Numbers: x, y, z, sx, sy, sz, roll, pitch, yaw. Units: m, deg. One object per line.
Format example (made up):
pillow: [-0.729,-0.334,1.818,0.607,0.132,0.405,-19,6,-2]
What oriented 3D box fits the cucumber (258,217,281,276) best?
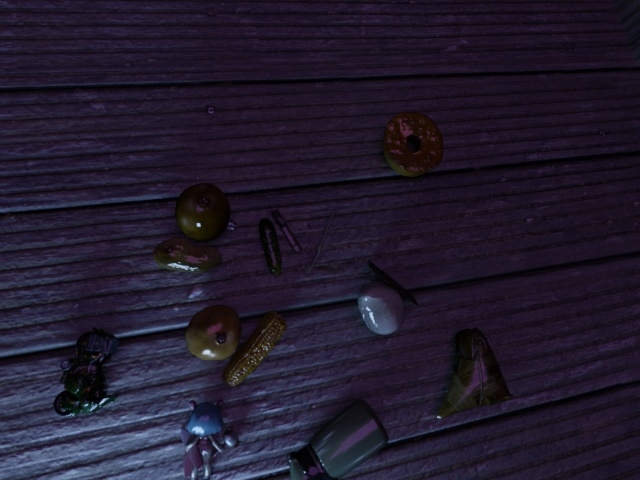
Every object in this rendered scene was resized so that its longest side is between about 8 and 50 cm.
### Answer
cucumber: [-0.186,0.025,1.522,0.069,0.069,0.228,-12,81,-14]

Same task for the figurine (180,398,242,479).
figurine: [-0.354,0.649,1.298,0.205,0.103,0.261,5,84,-8]

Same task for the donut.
donut: [0.383,-0.398,1.723,0.277,0.108,0.278,3,75,-10]

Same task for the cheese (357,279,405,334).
cheese: [0.227,0.244,1.482,0.154,0.198,0.189,-15,93,20]

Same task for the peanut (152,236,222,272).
peanut: [-0.469,0.053,1.434,0.236,0.110,0.120,6,65,-11]

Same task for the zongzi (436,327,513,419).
zongzi: [0.520,0.494,1.505,0.287,0.134,0.286,-16,72,-7]

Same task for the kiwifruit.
kiwifruit: [-0.413,-0.100,1.421,0.195,0.234,0.196,2,79,-12]

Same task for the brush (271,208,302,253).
brush: [-0.131,-0.039,1.567,0.034,0.027,0.191,-30,83,-15]

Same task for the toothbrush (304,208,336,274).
toothbrush: [0.005,0.002,1.584,0.028,0.026,0.295,22,72,12]

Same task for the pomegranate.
pomegranate: [-0.354,0.305,1.349,0.191,0.191,0.192,3,74,-10]

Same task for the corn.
corn: [-0.228,0.374,1.399,0.101,0.101,0.292,40,70,2]

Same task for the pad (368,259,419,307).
pad: [0.274,0.160,1.533,0.235,0.158,0.003,39,100,1]

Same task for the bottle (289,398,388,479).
bottle: [0.049,0.693,1.336,0.346,0.168,0.169,-32,83,-13]

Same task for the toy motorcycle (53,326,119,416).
toy motorcycle: [-0.718,0.422,1.280,0.186,0.125,0.275,10,73,1]
